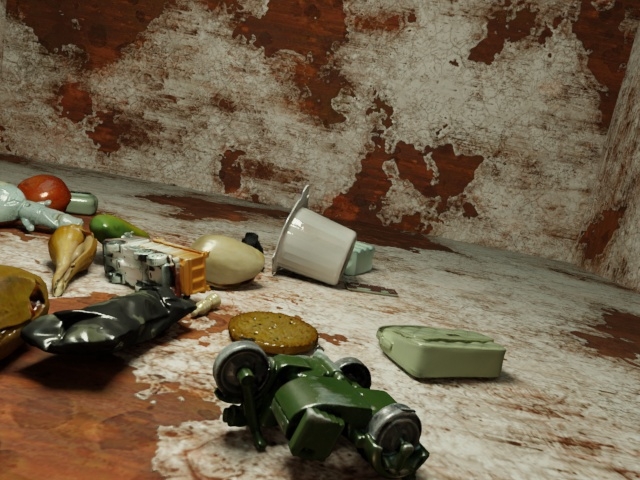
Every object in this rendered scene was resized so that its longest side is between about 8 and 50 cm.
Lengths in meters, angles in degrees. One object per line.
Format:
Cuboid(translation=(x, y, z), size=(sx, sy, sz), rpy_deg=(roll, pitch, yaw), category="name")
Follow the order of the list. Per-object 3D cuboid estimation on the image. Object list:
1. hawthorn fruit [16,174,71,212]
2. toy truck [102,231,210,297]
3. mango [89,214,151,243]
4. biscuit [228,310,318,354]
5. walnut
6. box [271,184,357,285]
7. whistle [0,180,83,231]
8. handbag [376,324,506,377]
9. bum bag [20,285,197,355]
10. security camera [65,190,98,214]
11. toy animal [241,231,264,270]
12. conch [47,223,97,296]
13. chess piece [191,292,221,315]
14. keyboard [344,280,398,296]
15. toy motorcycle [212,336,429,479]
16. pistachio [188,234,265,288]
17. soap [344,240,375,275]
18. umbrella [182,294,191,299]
Cuboid(translation=(-0.957, -0.129, 1.503), size=(0.165, 0.166, 0.285), rpy_deg=(17, 21, 31), category="hawthorn fruit")
Cuboid(translation=(-0.387, 0.054, 1.095), size=(0.270, 0.114, 0.135), rpy_deg=(12, 16, 32), category="toy truck")
Cuboid(translation=(-0.543, -0.015, 1.264), size=(0.137, 0.091, 0.237), rpy_deg=(24, -14, 19), category="mango")
Cuboid(translation=(-0.096, 0.188, 0.958), size=(0.187, 0.027, 0.188), rpy_deg=(9, 9, -2), category="biscuit")
Cuboid(translation=(-0.490, 0.108, 0.677), size=(0.137, 0.137, 0.245), rpy_deg=(12, 14, 5), category="walnut")
Cuboid(translation=(0.000, 0.000, 1.457), size=(0.206, 0.292, 0.262), rpy_deg=(23, 8, 7), category="box")
Cuboid(translation=(-0.892, -0.089, 1.392), size=(0.345, 0.134, 0.142), rpy_deg=(20, 19, -14), category="whistle")
Cuboid(translation=(0.244, 0.221, 1.014), size=(0.255, 0.079, 0.219), rpy_deg=(8, 7, -26), category="handbag")
Cuboid(translation=(-0.332, 0.136, 0.805), size=(0.143, 0.095, 0.340), rpy_deg=(6, 3, 10), category="bum bag")
Cuboid(translation=(-0.991, -0.148, 1.741), size=(0.301, 0.080, 0.157), rpy_deg=(2, 14, -30), category="security camera")
Cuboid(translation=(-0.233, 0.018, 1.513), size=(0.120, 0.117, 0.210), rpy_deg=(4, 13, -4), category="toy animal")
Cuboid(translation=(-0.585, 0.044, 1.103), size=(0.109, 0.093, 0.330), rpy_deg=(-1, 33, -22), category="conch")
Cuboid(translation=(-0.255, 0.144, 1.022), size=(0.035, 0.035, 0.092), rpy_deg=(14, 14, 15), category="chess piece")
Cuboid(translation=(0.159, 0.151, 1.464), size=(0.165, 0.017, 0.055), rpy_deg=(9, 10, -10), category="keyboard")
Cuboid(translation=(-0.001, 0.226, 0.611), size=(0.274, 0.127, 0.205), rpy_deg=(14, 9, -26), category="toy motorcycle")
Cuboid(translation=(-0.256, 0.058, 1.229), size=(0.215, 0.144, 0.144), rpy_deg=(13, 8, -26), category="pistachio")
Cuboid(translation=(0.036, 0.037, 1.727), size=(0.289, 0.095, 0.172), rpy_deg=(18, 15, 30), category="soap")
Cuboid(translation=(-0.315, 0.122, 1.115), size=(0.022, 0.022, 0.149), rpy_deg=(52, -2, -17), category="umbrella")
